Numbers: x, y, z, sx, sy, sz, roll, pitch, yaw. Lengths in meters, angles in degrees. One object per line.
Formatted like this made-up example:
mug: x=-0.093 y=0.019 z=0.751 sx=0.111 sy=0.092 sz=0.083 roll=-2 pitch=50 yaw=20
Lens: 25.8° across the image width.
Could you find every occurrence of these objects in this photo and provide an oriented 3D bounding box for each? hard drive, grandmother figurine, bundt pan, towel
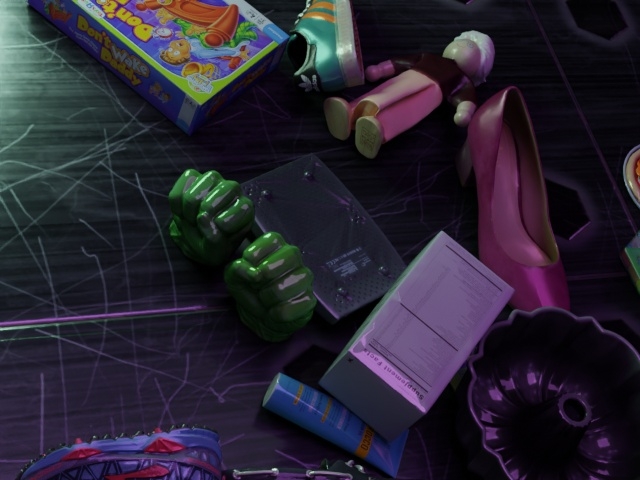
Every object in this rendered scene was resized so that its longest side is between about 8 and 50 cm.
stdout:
hard drive: x=0.000 y=0.000 z=2.060 sx=0.172 sy=0.054 sz=0.254 roll=-26 pitch=69 yaw=-34
grandmother figurine: x=0.172 y=-0.252 z=2.308 sx=0.208 sy=0.104 sz=0.342 roll=40 pitch=52 yaw=19
bundt pan: x=0.331 y=0.263 z=1.977 sx=0.331 sy=0.124 sz=0.330 roll=11 pitch=55 yaw=-16
towel: x=0.223 y=0.199 z=2.061 sx=0.083 sy=0.009 sz=0.060 roll=-14 pitch=62 yaw=-28

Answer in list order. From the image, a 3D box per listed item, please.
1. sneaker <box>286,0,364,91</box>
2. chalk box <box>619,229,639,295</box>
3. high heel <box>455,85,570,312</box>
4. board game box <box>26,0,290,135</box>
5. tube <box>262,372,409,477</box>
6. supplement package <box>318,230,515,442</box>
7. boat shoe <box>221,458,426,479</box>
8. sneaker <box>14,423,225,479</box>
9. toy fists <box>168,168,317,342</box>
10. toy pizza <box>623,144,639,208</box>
sneaker: x=-0.001 y=-0.349 z=2.309 sx=0.121 sy=0.108 sz=0.302 roll=-12 pitch=39 yaw=6
chalk box: x=0.579 y=0.035 z=2.244 sx=0.213 sy=0.132 sz=0.132 roll=-7 pitch=59 yaw=-24
high heel: x=0.314 y=-0.050 z=2.167 sx=0.127 sy=0.181 sz=0.377 roll=-9 pitch=60 yaw=-27
board game box: x=-0.256 y=-0.351 z=2.231 sx=0.347 sy=0.078 sz=0.233 roll=39 pitch=51 yaw=9
tube: x=0.022 y=0.250 z=1.925 sx=0.207 sy=0.052 sz=0.080 roll=27 pitch=57 yaw=-8
supplement package: x=0.131 y=0.132 z=1.926 sx=0.139 sy=0.134 sz=0.244 roll=40 pitch=59 yaw=2
boat shoe: x=0.011 y=0.326 z=1.818 sx=0.303 sy=0.114 sz=0.091 roll=0 pitch=62 yaw=-22
sneaker: x=-0.245 y=0.305 z=1.730 sx=0.262 sy=0.104 sz=0.125 roll=-9 pitch=67 yaw=-11
toy fists: x=-0.114 y=0.017 z=1.976 sx=0.096 sy=0.142 sz=0.279 roll=-30 pitch=70 yaw=-35
toy pizza: x=0.618 y=-0.096 z=2.417 sx=0.201 sy=0.032 sz=0.201 roll=11 pitch=53 yaw=-14
